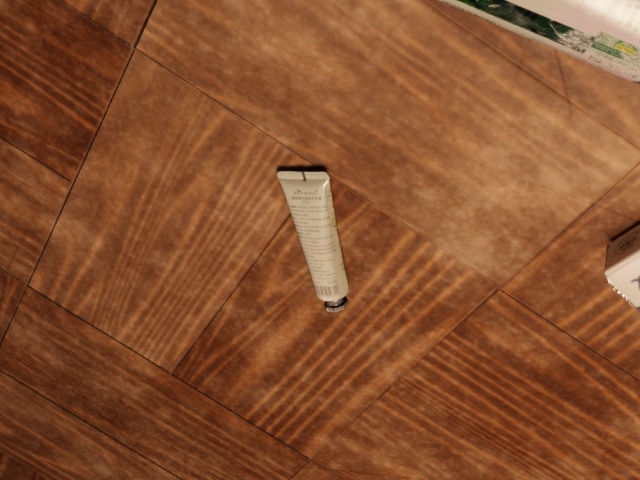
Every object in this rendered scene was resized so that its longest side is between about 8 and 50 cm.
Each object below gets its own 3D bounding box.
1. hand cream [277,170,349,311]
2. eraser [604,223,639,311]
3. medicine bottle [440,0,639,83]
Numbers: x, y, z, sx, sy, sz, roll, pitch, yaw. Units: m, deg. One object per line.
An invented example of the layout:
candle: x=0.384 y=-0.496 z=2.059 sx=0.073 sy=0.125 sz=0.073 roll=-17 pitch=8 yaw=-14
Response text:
hand cream: x=0.000 y=0.000 z=1.139 sx=0.067 sy=0.042 sz=0.194 roll=7 pitch=127 yaw=29
eraser: x=0.402 y=0.007 z=0.943 sx=0.124 sy=0.068 sz=0.210 roll=40 pitch=132 yaw=-10
medicine bottle: x=0.228 y=-0.216 z=0.771 sx=0.293 sy=0.141 sz=0.141 roll=24 pitch=135 yaw=4
